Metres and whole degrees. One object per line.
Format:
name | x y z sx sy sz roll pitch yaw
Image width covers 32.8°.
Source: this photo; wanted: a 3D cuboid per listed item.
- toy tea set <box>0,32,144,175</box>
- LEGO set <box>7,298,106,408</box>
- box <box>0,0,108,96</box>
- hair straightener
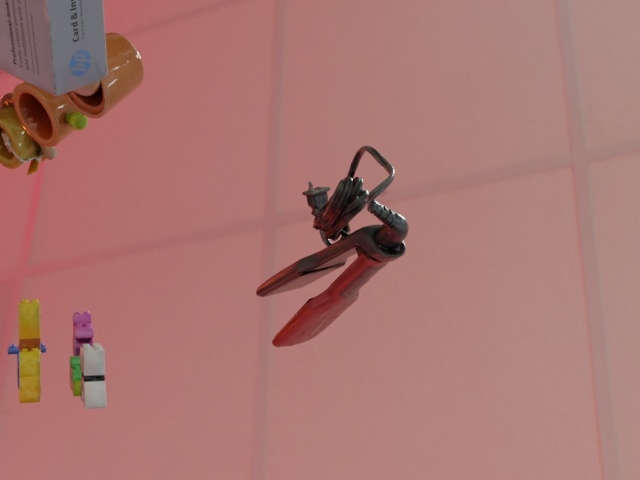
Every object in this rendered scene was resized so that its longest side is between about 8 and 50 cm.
toy tea set | -0.324 -0.165 1.104 0.124 0.200 0.336 -37 -167 -37
LEGO set | -0.262 0.102 1.065 0.087 0.227 0.093 -1 -89 -16
box | -0.187 -0.171 0.551 0.186 0.145 0.038 27 -140 31
hair straightener | 0.000 0.000 0.722 0.047 0.230 0.089 -15 -106 -21
